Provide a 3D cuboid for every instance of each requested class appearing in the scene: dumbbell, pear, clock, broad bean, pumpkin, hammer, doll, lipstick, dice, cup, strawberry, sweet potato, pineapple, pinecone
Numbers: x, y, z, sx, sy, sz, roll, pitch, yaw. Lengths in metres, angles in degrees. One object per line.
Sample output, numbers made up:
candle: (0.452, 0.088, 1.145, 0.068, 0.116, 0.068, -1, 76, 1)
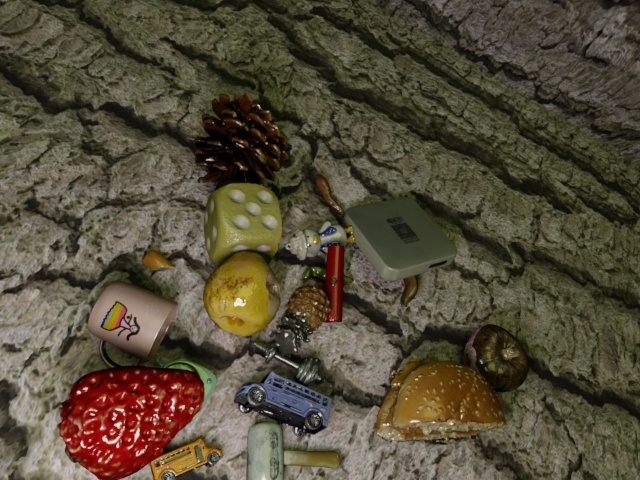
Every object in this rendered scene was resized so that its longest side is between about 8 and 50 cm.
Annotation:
dumbbell: (-0.111, 0.398, 1.652, 0.254, 0.110, 0.110, 27, 55, 0)
pear: (-0.248, 0.169, 1.625, 0.271, 0.271, 0.271, 10, 59, -18)
clock: (-0.432, 0.433, 1.510, 0.210, 0.066, 0.159, 34, 55, -2)
broad bean: (0.032, 0.137, 1.885, 0.213, 0.048, 0.071, 8, 60, -19)
pumpkin: (0.681, 0.448, 1.908, 0.260, 0.189, 0.260, 11, 60, -19)
hammer: (-0.076, 0.659, 1.522, 0.305, 0.113, 0.202, 11, 62, -24)
doll: (0.000, 0.000, 1.906, 0.293, 0.119, 0.138, -9, 90, -27)
lipstick: (0.050, 0.158, 1.823, 0.073, 0.073, 0.280, 7, 78, -20)
dice: (-0.273, -0.047, 1.740, 0.226, 0.238, 0.233, -1, 62, -24)
cup: (-0.574, 0.260, 1.491, 0.200, 0.191, 0.253, 25, 88, -5)
strawberry: (-0.471, 0.459, 1.310, 0.344, 0.318, 0.295, -10, 37, -15)
sweet potato: (0.349, 0.157, 2.007, 0.081, 0.062, 0.233, -1, 65, -3)
pineapple: (-0.075, 0.272, 1.674, 0.157, 0.158, 0.279, 38, 39, 0)
pinecone: (-0.318, -0.318, 1.831, 0.384, 0.384, 0.385, 10, 59, -18)
sweet potato: (0.037, -0.185, 2.071, 0.050, 0.050, 0.214, -25, 79, -32)

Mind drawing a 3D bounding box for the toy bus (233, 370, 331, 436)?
toy bus: (-0.118, 0.504, 1.571, 0.292, 0.125, 0.133, 26, 50, -10)

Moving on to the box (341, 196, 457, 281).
box: (0.316, -0.016, 2.024, 0.367, 0.091, 0.373, -12, 49, -29)

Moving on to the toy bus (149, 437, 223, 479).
toy bus: (-0.379, 0.622, 1.417, 0.194, 0.083, 0.088, -14, 68, -28)

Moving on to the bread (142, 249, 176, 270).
bread: (-0.541, 0.078, 1.671, 0.103, 0.049, 0.062, 40, 55, 3)

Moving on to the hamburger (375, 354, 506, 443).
hamburger: (0.406, 0.527, 1.709, 0.445, 0.268, 0.287, 5, 57, -20)
